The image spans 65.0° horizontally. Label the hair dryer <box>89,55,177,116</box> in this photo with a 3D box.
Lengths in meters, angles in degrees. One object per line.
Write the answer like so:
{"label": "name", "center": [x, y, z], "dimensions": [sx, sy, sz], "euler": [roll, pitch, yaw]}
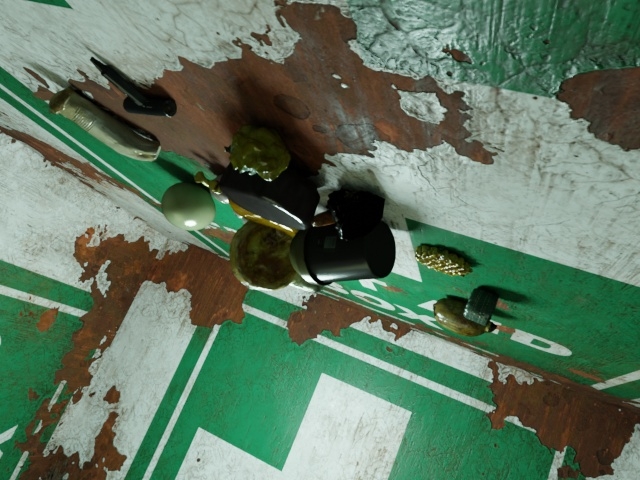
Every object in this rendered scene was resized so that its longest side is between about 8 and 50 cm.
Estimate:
{"label": "hair dryer", "center": [-0.479, -0.386, 1.264], "dimensions": [0.173, 0.050, 0.195], "euler": [12, 160, 31]}

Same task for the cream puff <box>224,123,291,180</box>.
{"label": "cream puff", "center": [-0.134, -0.209, 1.192], "dimensions": [0.156, 0.121, 0.156], "euler": [15, -171, -2]}

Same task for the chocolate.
{"label": "chocolate", "center": [0.074, -0.092, 1.342], "dimensions": [0.133, 0.156, 0.156], "euler": [48, -179, 31]}

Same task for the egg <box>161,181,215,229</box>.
{"label": "egg", "center": [-0.522, -0.133, 2.016], "dimensions": [0.188, 0.188, 0.254], "euler": [17, 171, 28]}

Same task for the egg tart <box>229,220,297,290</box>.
{"label": "egg tart", "center": [-0.193, 0.041, 1.791], "dimensions": [0.290, 0.290, 0.115], "euler": [30, 170, -26]}

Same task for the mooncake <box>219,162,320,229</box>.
{"label": "mooncake", "center": [-0.131, -0.142, 1.397], "dimensions": [0.283, 0.141, 0.283], "euler": [23, 172, 3]}

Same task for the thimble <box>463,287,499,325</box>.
{"label": "thimble", "center": [0.557, 0.227, 1.738], "dimensions": [0.090, 0.118, 0.135], "euler": [23, -176, 24]}

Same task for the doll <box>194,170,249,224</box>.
{"label": "doll", "center": [-0.298, -0.139, 1.801], "dimensions": [0.160, 0.094, 0.365], "euler": [32, 170, 32]}

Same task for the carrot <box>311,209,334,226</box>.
{"label": "carrot", "center": [0.022, -0.064, 1.405], "dimensions": [0.057, 0.057, 0.224], "euler": [18, -162, 22]}

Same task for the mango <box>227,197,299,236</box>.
{"label": "mango", "center": [-0.162, -0.108, 1.651], "dimensions": [0.295, 0.120, 0.177], "euler": [23, 164, -23]}

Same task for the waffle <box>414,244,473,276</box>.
{"label": "waffle", "center": [0.379, 0.066, 1.573], "dimensions": [0.191, 0.038, 0.191], "euler": [22, 167, 5]}

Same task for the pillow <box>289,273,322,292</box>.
{"label": "pillow", "center": [-0.055, 0.090, 1.994], "dimensions": [0.255, 0.120, 0.322], "euler": [18, -155, 17]}

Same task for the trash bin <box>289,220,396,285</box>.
{"label": "trash bin", "center": [0.052, 0.034, 1.578], "dimensions": [0.334, 0.214, 0.214], "euler": [-6, 151, 37]}

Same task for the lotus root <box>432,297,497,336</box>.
{"label": "lotus root", "center": [0.578, 0.313, 2.022], "dimensions": [0.260, 0.128, 0.145], "euler": [16, 155, 24]}

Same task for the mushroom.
{"label": "mushroom", "center": [-0.681, -0.360, 1.608], "dimensions": [0.351, 0.095, 0.123], "euler": [30, 148, -32]}
